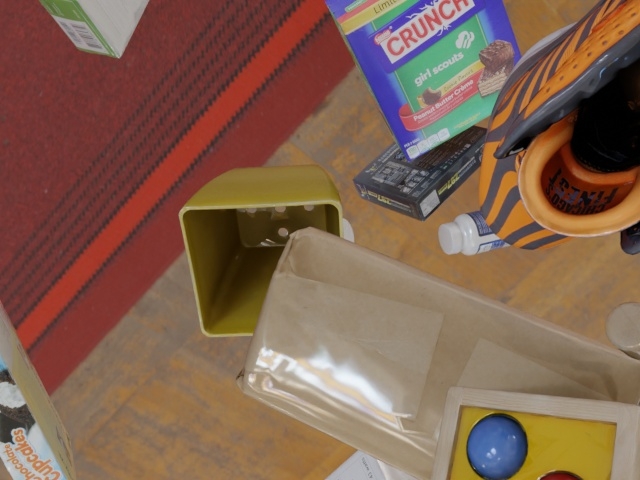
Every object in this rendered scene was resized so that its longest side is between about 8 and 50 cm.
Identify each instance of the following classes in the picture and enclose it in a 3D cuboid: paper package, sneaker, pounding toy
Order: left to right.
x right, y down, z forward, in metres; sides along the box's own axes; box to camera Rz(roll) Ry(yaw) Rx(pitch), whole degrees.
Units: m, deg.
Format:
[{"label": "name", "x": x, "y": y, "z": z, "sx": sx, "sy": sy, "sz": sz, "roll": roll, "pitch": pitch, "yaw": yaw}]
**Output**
[{"label": "paper package", "x": 0.130, "y": 0.139, "z": 0.784, "sx": 0.325, "sy": 0.309, "sz": 0.168, "roll": 22, "pitch": 86, "yaw": 19}, {"label": "sneaker", "x": 0.146, "y": -0.055, "z": 0.459, "sx": 0.125, "sy": 0.180, "sz": 0.321, "roll": 36, "pitch": 149, "yaw": 9}, {"label": "pounding toy", "x": 0.167, "y": 0.127, "z": 0.478, "sx": 0.181, "sy": 0.206, "sz": 0.094, "roll": -3, "pitch": 155, "yaw": 42}]

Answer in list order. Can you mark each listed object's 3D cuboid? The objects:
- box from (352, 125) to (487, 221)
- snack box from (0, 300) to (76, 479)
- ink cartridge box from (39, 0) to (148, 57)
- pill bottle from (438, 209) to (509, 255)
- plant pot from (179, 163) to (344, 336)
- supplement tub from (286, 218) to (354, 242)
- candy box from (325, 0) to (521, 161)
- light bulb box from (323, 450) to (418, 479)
[{"label": "box", "x": 0.207, "y": -0.151, "z": 1.577, "sx": 0.233, "sy": 0.183, "sz": 0.059, "roll": -43, "pitch": 131, "yaw": -20}, {"label": "snack box", "x": -0.396, "y": 0.185, "z": 0.998, "sx": 0.060, "sy": 0.187, "sz": 0.321, "roll": -24, "pitch": 113, "yaw": -14}, {"label": "ink cartridge box", "x": -0.232, "y": -0.326, "z": 0.899, "sx": 0.062, "sy": 0.209, "sz": 0.109, "roll": 16, "pitch": 163, "yaw": 18}, {"label": "pill bottle", "x": 0.251, "y": -0.014, "z": 1.248, "sx": 0.120, "sy": 0.067, "sz": 0.067, "roll": -12, "pitch": 124, "yaw": -16}, {"label": "plant pot", "x": -0.066, "y": -0.003, "z": 1.142, "sx": 0.212, "sy": 0.187, "sz": 0.212, "roll": -2, "pitch": 120, "yaw": 5}, {"label": "supplement tub", "x": 0.000, "y": 0.000, "z": 1.424, "sx": 0.107, "sy": 0.071, "sz": 0.071, "roll": -8, "pitch": 128, "yaw": 28}, {"label": "candy box", "x": 0.196, "y": -0.341, "z": 1.392, "sx": 0.268, "sy": 0.122, "sz": 0.317, "roll": -30, "pitch": 128, "yaw": 4}, {"label": "light bulb box", "x": 0.091, "y": 0.578, "z": 1.255, "sx": 0.225, "sy": 0.358, "sz": 0.361, "roll": 23, "pitch": 119, "yaw": -43}]
